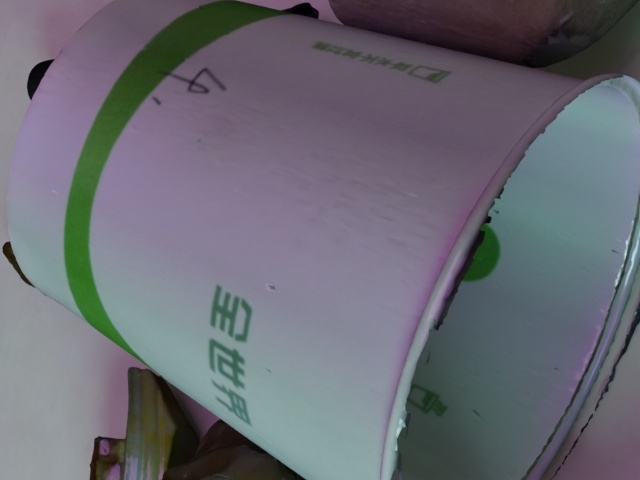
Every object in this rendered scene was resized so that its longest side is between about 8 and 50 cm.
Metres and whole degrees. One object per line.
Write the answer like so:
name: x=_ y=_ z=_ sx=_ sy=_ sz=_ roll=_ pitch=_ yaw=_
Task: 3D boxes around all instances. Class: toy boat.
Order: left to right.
toy boat: x=-0.115 y=0.165 z=0.913 sx=0.066 sy=0.065 sz=0.172 roll=2 pitch=77 yaw=18

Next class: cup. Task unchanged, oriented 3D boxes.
cup: x=0.000 y=0.000 z=0.747 sx=0.274 sy=0.253 sz=0.253 roll=23 pitch=94 yaw=27

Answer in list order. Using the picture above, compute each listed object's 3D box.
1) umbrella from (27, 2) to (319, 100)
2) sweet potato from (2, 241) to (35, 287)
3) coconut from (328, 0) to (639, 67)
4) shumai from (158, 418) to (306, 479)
umbrella: x=-0.099 y=-0.100 z=0.950 sx=0.224 sy=0.080 sz=0.071 roll=-1 pitch=116 yaw=34
sweet potato: x=-0.133 y=0.025 z=0.959 sx=0.214 sy=0.050 sz=0.050 roll=1 pitch=82 yaw=34
coconut: x=0.098 y=-0.196 z=0.757 sx=0.241 sy=0.241 sz=0.241 roll=-5 pitch=79 yaw=30
shumai: x=-0.038 y=0.185 z=0.787 sx=0.166 sy=0.175 sz=0.206 roll=0 pitch=82 yaw=16
